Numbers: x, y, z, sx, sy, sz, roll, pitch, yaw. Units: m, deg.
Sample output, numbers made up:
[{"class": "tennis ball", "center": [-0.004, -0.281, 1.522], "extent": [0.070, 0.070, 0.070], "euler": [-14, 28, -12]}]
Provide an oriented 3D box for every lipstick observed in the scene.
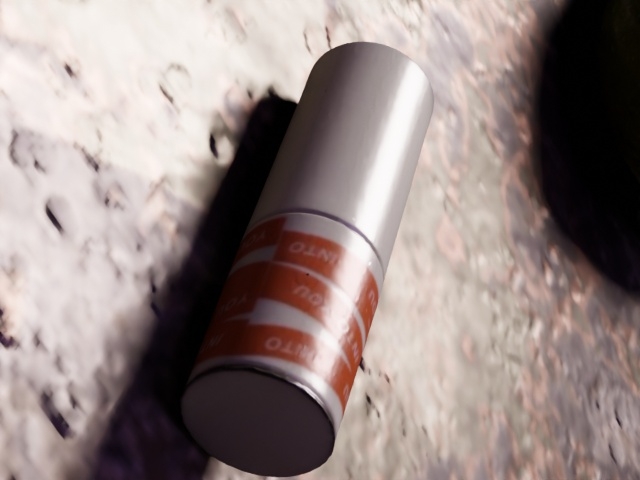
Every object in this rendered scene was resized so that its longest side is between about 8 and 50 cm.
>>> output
[{"class": "lipstick", "center": [0.000, 0.000, 0.421], "extent": [0.038, 0.038, 0.131], "euler": [53, 36, -28]}]

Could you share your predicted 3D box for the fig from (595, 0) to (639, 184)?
[{"class": "fig", "center": [0.163, -0.089, 0.677], "extent": [0.117, 0.117, 0.177], "euler": [36, 35, -44]}]
